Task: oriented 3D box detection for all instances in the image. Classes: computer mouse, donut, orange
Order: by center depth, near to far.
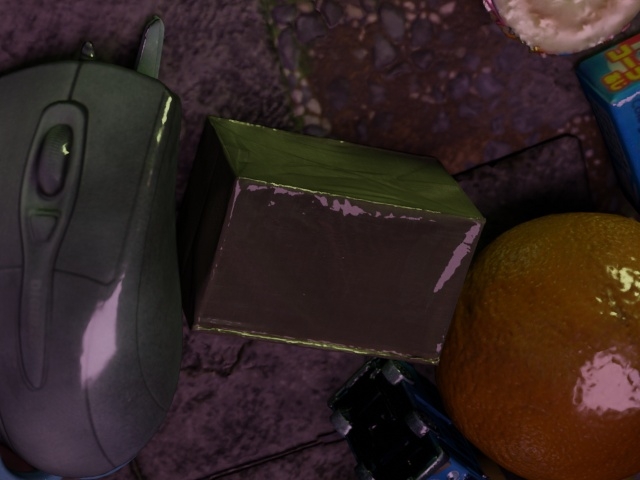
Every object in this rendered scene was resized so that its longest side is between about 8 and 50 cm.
[{"bbox_3d":[-0.212,0.016,1.628,0.188,0.122,0.371,3,90,13],"label":"computer mouse"},{"bbox_3d":[0.213,-0.247,1.702,0.175,0.068,0.174,-5,118,-9],"label":"donut"},{"bbox_3d":[0.229,0.098,1.785,0.264,0.264,0.264,-6,119,-11],"label":"orange"}]

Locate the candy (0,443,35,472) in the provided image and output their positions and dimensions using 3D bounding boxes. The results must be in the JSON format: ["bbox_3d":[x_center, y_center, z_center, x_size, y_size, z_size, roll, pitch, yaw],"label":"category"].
[{"bbox_3d":[-0.367,0.300,1.827,0.255,0.094,0.255,-7,120,-12],"label":"candy"}]

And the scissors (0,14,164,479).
[{"bbox_3d":[-0.190,0.016,1.735,0.192,0.029,0.447,-4,114,-43],"label":"scissors"}]

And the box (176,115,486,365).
[{"bbox_3d":[0.000,0.000,1.731,0.231,0.155,0.149,10,112,-18],"label":"box"}]

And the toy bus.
[{"bbox_3d":[0.085,0.195,1.838,0.090,0.184,0.106,-44,122,11],"label":"toy bus"}]

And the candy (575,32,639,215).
[{"bbox_3d":[0.404,-0.149,1.786,0.306,0.100,0.157,-26,120,-1],"label":"candy"}]

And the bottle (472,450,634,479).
[{"bbox_3d":[0.145,0.296,1.921,0.351,0.171,0.171,-32,121,1],"label":"bottle"}]
